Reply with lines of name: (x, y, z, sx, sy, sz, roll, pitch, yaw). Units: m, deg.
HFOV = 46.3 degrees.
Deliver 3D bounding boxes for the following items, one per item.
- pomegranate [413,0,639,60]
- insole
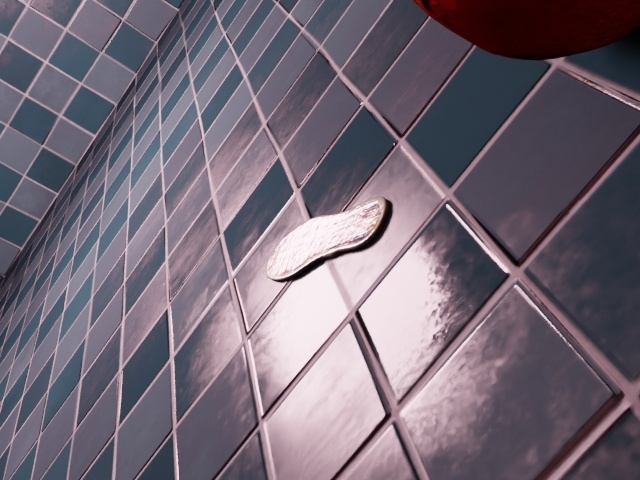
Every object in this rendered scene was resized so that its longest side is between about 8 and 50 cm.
pomegranate: (0.142, -0.227, 0.460, 0.210, 0.210, 0.235, -21, 45, 53)
insole: (0.000, 0.000, 0.706, 0.193, 0.006, 0.065, -22, 44, 53)
